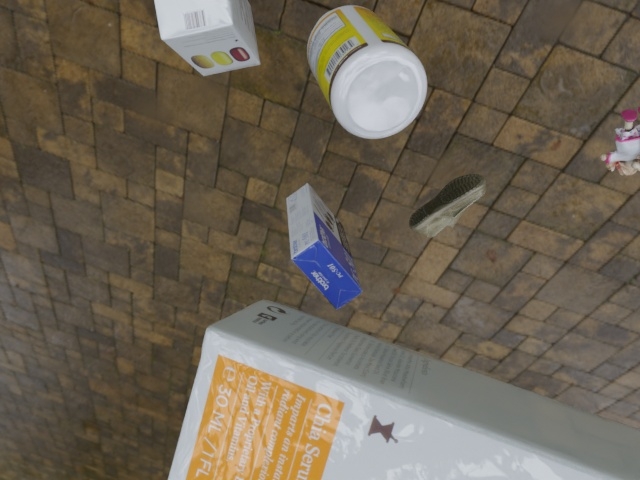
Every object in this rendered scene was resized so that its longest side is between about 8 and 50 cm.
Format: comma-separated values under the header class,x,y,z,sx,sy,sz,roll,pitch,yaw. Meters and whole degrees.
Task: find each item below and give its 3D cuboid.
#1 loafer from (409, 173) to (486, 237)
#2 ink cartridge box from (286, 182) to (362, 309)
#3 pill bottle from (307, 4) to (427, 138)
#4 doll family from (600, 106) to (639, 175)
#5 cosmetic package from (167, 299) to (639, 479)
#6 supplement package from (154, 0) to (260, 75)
class,x,y,z,sx,sy,sz,roll,pitch,yaw
loafer,0.218,-0.057,0.922,0.148,0.056,0.050,-34,123,26
ink cartridge box,0.000,0.000,0.770,0.046,0.207,0.097,-35,113,12
pill bottle,0.050,-0.229,0.710,0.117,0.215,0.117,-7,129,-9
doll family,0.646,-0.158,0.958,0.263,0.118,0.163,-14,130,7
cosmetic package,0.092,0.244,0.535,0.453,0.161,0.230,17,98,12
supplement package,-0.215,-0.432,1.077,0.139,0.244,0.134,-9,91,6
